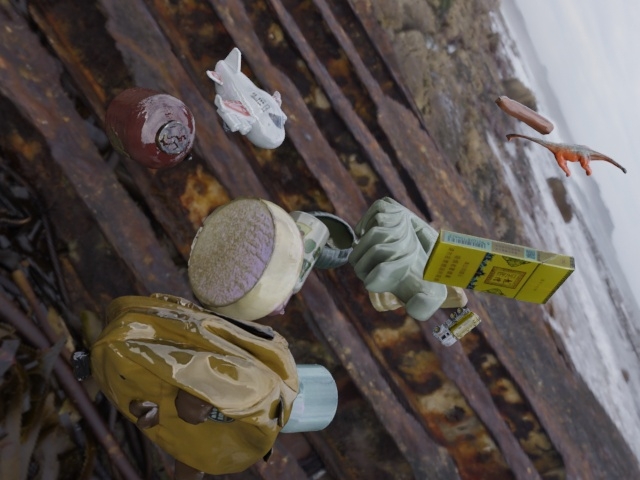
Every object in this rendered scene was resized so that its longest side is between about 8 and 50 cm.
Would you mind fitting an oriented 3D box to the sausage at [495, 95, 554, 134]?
[{"bbox_3d":[0.539,-0.332,1.608,0.177,0.040,0.047,28,35,-9],"label":"sausage"}]

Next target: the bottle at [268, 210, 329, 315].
[{"bbox_3d":[-0.082,0.059,1.445,0.120,0.120,0.253,48,60,-35],"label":"bottle"}]

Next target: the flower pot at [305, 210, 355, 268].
[{"bbox_3d":[0.000,0.000,2.037,0.243,0.157,0.189,15,62,-12],"label":"flower pot"}]

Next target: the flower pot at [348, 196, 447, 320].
[{"bbox_3d":[0.214,0.040,1.651,0.254,0.164,0.367,33,29,-7],"label":"flower pot"}]

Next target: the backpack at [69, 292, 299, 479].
[{"bbox_3d":[-0.232,0.252,1.062,0.201,0.378,0.353,-64,170,-46],"label":"backpack"}]

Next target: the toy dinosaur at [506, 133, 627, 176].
[{"bbox_3d":[0.569,-0.200,1.418,0.055,0.280,0.101,-59,142,-24],"label":"toy dinosaur"}]

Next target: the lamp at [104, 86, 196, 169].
[{"bbox_3d":[-0.380,-0.251,1.382,0.258,0.180,0.180,28,-8,44],"label":"lamp"}]

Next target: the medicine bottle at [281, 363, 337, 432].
[{"bbox_3d":[-0.123,0.559,2.161,0.290,0.245,0.245,11,55,-38],"label":"medicine bottle"}]

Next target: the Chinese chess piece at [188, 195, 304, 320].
[{"bbox_3d":[-0.163,0.039,1.312,0.112,0.270,0.270,32,40,-46],"label":"Chinese chess piece"}]

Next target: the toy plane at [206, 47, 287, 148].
[{"bbox_3d":[-0.170,-0.328,1.453,0.252,0.118,0.252,33,36,-28],"label":"toy plane"}]

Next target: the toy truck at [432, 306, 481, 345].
[{"bbox_3d":[0.361,0.229,1.614,0.063,0.123,0.052,53,8,31],"label":"toy truck"}]

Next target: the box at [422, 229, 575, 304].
[{"bbox_3d":[0.370,0.059,1.291,0.153,0.279,0.041,100,3,-55],"label":"box"}]

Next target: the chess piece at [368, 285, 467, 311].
[{"bbox_3d":[0.312,0.164,1.938,0.137,0.301,0.137,9,79,-57],"label":"chess piece"}]
